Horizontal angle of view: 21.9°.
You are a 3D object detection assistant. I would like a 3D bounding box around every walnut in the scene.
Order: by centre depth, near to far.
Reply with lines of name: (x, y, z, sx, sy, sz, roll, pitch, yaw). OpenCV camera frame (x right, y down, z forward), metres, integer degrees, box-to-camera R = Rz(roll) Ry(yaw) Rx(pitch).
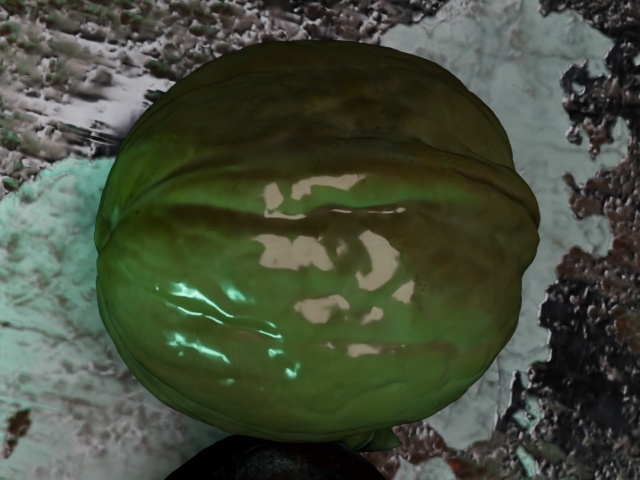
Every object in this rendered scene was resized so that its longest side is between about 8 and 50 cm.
walnut: (0.000, -0.001, 1.149, 0.313, 0.277, 0.252, 0, 123, -11)

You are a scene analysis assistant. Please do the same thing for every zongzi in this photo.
zongzi: (0.001, 0.132, 1.266, 0.104, 0.113, 0.052, 19, 84, 26)

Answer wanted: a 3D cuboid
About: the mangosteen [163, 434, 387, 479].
mangosteen: (-0.024, 0.240, 1.156, 0.216, 0.216, 0.216, 1, 87, -16)
